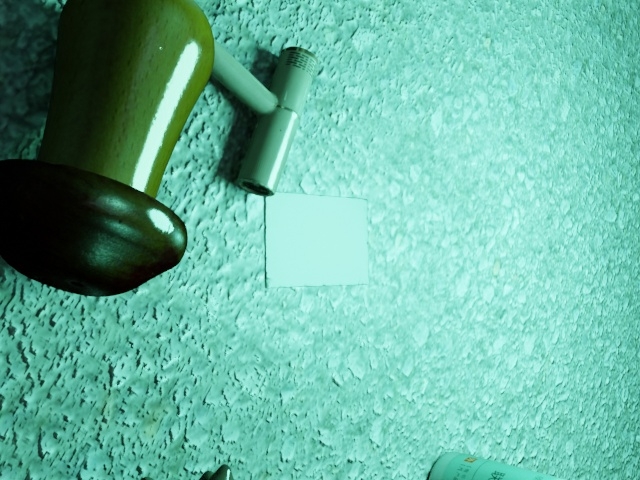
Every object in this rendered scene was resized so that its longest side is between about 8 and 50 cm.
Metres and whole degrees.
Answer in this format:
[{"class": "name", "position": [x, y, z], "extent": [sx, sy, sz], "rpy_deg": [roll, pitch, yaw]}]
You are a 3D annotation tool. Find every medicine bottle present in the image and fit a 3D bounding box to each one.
[{"class": "medicine bottle", "position": [0.321, 0.394, 0.954], "extent": [0.110, 0.351, 0.110], "rpy_deg": [2, 87, -41]}]

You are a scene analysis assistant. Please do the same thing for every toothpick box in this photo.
[{"class": "toothpick box", "position": [-0.201, -0.096, 0.631], "extent": [0.192, 0.192, 0.295], "rpy_deg": [25, 68, -38]}]

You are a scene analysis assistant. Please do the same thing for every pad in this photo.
[{"class": "pad", "position": [0.000, 0.000, 0.920], "extent": [0.190, 0.004, 0.127], "rpy_deg": [1, 88, -41]}]

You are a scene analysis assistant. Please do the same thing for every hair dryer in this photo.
[{"class": "hair dryer", "position": [-0.113, -0.183, 0.794], "extent": [0.220, 0.053, 0.195], "rpy_deg": [27, 72, -36]}]

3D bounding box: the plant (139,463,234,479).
[{"class": "plant", "position": [-0.145, 0.368, 0.604], "extent": [0.193, 0.182, 0.321], "rpy_deg": [4, 58, -15]}]
